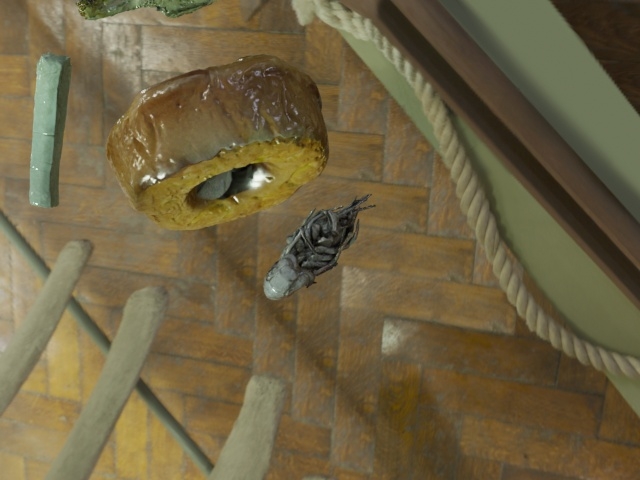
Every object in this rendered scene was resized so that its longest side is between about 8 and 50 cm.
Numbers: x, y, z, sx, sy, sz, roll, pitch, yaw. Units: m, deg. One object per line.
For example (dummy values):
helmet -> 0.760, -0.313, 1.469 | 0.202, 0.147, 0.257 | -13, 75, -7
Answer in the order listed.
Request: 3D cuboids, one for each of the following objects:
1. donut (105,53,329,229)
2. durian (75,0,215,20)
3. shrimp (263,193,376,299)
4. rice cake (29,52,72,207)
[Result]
donut -> -0.146, -0.135, 1.002 | 0.317, 0.299, 0.150 | -32, 66, 33
durian -> -0.220, -0.414, 1.007 | 0.306, 0.172, 0.167 | -22, 118, -16
shrimp -> 0.000, 0.000, 0.700 | 0.056, 0.065, 0.165 | 41, 71, -1
rice cake -> -0.423, -0.169, 1.075 | 0.045, 0.042, 0.245 | 15, 110, 4
